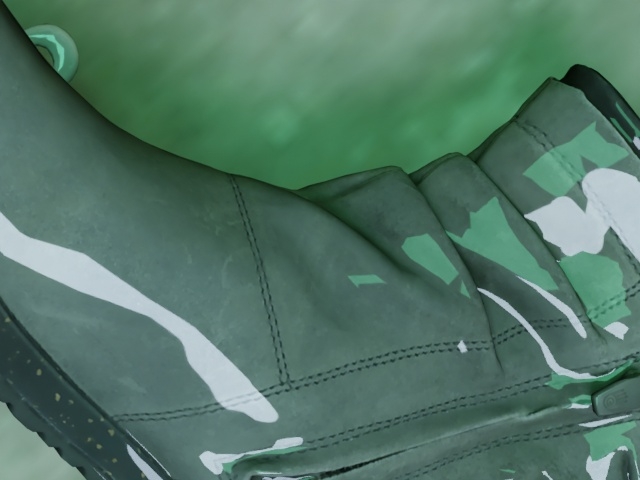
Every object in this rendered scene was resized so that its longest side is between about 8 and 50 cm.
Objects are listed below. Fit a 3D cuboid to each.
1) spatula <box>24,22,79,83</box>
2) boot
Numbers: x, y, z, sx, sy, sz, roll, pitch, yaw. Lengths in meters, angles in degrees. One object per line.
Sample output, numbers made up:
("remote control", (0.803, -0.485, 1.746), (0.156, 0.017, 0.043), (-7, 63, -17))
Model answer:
("spatula", (-0.144, 0.059, 0.417), (0.242, 0.019, 0.168), (-26, 96, -3))
("boot", (0.000, 0.000, 0.383), (0.161, 0.083, 0.246), (-30, 103, -6))
